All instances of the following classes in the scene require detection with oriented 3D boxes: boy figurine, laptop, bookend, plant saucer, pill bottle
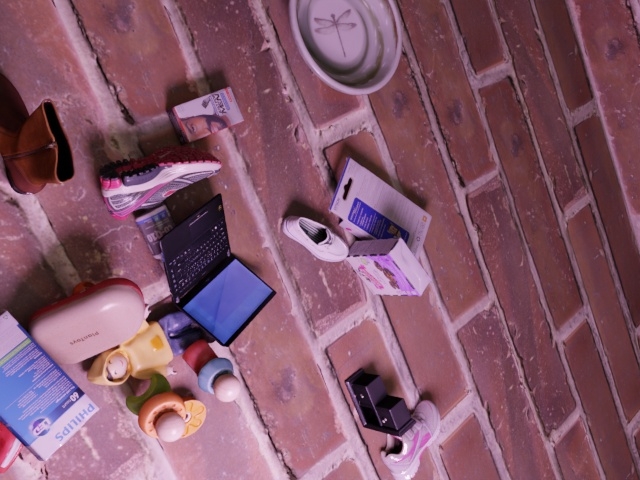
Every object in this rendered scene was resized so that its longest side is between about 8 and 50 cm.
[{"bbox_3d":[-0.384,0.232,1.401,0.285,0.092,0.177,-21,102,-39],"label":"boy figurine"},{"bbox_3d":[-0.228,0.065,1.453,0.234,0.136,0.264,-48,142,-49],"label":"laptop"},{"bbox_3d":[0.166,0.450,1.748,0.072,0.157,0.156,-30,105,-34],"label":"bookend"},{"bbox_3d":[0.057,-0.602,1.778,0.400,0.100,0.401,3,85,-36],"label":"plant saucer"},{"bbox_3d":[-0.361,-0.006,1.440,0.078,0.078,0.137,-33,106,-33],"label":"pill bottle"}]

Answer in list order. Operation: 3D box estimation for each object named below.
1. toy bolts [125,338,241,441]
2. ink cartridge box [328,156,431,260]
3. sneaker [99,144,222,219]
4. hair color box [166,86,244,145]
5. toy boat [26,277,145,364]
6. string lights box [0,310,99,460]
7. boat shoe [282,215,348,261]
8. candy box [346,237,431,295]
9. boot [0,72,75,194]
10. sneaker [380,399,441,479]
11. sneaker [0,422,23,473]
[{"bbox_3d":[-0.269,0.361,1.380,0.228,0.158,0.218,-44,132,-13],"label":"toy bolts"},{"bbox_3d":[0.170,-0.077,1.847,0.371,0.069,0.176,32,69,-33],"label":"ink cartridge box"},{"bbox_3d":[-0.363,-0.142,1.441,0.299,0.121,0.112,-21,128,-36],"label":"sneaker"},{"bbox_3d":[-0.280,-0.306,1.537,0.167,0.053,0.093,-31,106,-33],"label":"hair color box"},{"bbox_3d":[-0.483,0.144,1.307,0.231,0.151,0.151,-23,135,-2],"label":"toy boat"},{"bbox_3d":[-0.564,0.277,1.190,0.260,0.076,0.133,51,54,-9],"label":"string lights box"},{"bbox_3d":[0.000,0.000,1.708,0.226,0.075,0.083,24,73,-33],"label":"boat shoe"},{"bbox_3d":[0.187,0.077,1.765,0.165,0.196,0.070,51,61,-22],"label":"candy box"},{"bbox_3d":[-0.563,-0.220,1.180,0.096,0.280,0.264,-13,94,-36],"label":"boot"},{"bbox_3d":[0.265,0.573,1.846,0.111,0.103,0.252,46,61,-26],"label":"sneaker"},{"bbox_3d":[-0.628,0.330,1.230,0.128,0.087,0.221,26,59,-23],"label":"sneaker"}]
